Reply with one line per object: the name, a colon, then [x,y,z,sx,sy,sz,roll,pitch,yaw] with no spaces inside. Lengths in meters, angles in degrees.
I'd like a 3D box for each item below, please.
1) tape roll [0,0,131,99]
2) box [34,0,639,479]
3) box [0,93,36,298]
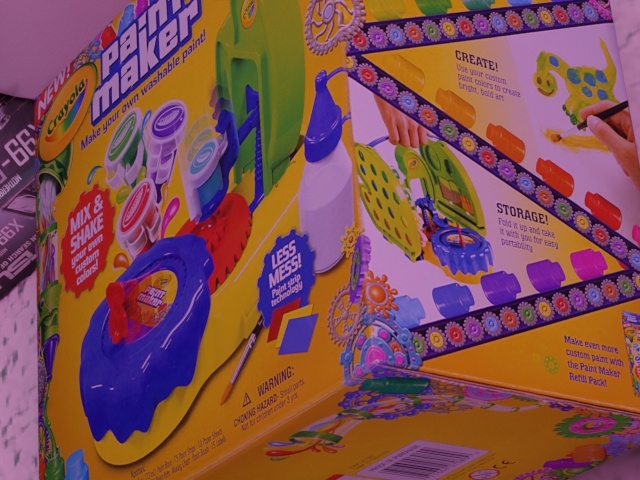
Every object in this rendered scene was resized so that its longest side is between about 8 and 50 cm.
tape roll: [-0.151,-0.227,1.117,0.246,0.169,0.246,-1,51,1]
box: [0.000,0.000,0.922,0.290,0.177,0.279,-36,50,46]
box: [-0.306,-0.030,1.189,0.307,0.076,0.242,-42,59,0]
